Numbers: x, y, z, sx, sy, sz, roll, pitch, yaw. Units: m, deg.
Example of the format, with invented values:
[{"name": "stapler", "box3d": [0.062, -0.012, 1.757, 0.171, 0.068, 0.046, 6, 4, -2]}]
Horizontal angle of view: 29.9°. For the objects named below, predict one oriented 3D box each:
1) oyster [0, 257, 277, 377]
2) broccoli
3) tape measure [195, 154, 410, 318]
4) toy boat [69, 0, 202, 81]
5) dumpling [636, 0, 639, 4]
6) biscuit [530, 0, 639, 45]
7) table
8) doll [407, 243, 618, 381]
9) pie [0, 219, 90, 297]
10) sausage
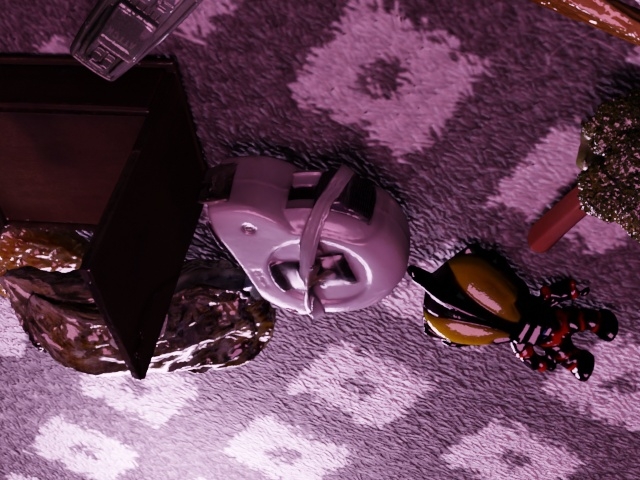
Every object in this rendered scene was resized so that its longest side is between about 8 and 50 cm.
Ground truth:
[{"name": "oyster", "box3d": [-0.206, 0.084, 1.421, 0.351, 0.158, 0.162, 9, 107, -31]}, {"name": "broccoli", "box3d": [0.309, -0.075, 1.143, 0.162, 0.145, 0.138, 32, 172, -41]}, {"name": "tape measure", "box3d": [0.000, 0.000, 1.334, 0.197, 0.120, 0.236, -6, 140, 21]}, {"name": "toy boat", "box3d": [-0.156, -0.232, 1.132, 0.078, 0.085, 0.260, 34, 137, -20]}, {"name": "dumpling", "box3d": [0.302, -0.166, 0.818, 0.205, 0.163, 0.293, -12, 146, 24]}, {"name": "biscuit", "box3d": [0.187, -0.215, 1.006, 0.250, 0.162, 0.035, 32, 105, 18]}, {"name": "table", "box3d": [-0.282, -0.030, 1.255, 0.251, 0.282, 0.196, 4, 140, 14]}, {"name": "doll", "box3d": [0.216, 0.081, 1.385, 0.249, 0.127, 0.088, 25, 174, -9]}, {"name": "pie", "box3d": [-0.344, 0.022, 1.481, 0.163, 0.079, 0.193, -1, 153, 19]}, {"name": "sausage", "box3d": [0.268, -0.033, 1.272, 0.030, 0.035, 0.147, -1, 148, -32]}]
